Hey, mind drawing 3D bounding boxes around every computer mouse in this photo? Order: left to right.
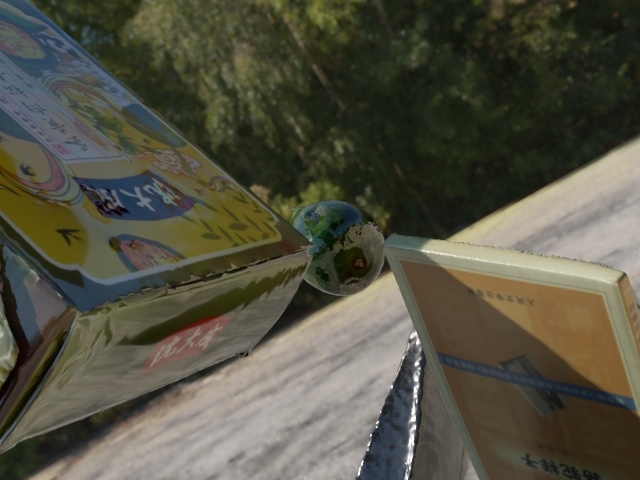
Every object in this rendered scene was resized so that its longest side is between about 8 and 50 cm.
[{"bbox_3d":[0.120,0.225,1.159,0.087,0.295,0.168,18,1,29],"label":"computer mouse"}]

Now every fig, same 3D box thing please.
[{"bbox_3d":[0.000,0.000,1.317,0.117,0.117,0.177,-31,34,-26],"label":"fig"}]

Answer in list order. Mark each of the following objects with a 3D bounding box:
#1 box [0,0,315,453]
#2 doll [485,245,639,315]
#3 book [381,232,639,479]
[{"bbox_3d":[-0.255,-0.052,0.865,0.138,0.420,0.373,-54,-15,17],"label":"box"},{"bbox_3d":[0.219,0.050,0.956,0.079,0.180,0.094,-61,-30,0],"label":"doll"},{"bbox_3d":[0.142,0.103,0.674,0.170,0.241,0.018,9,44,45],"label":"book"}]
